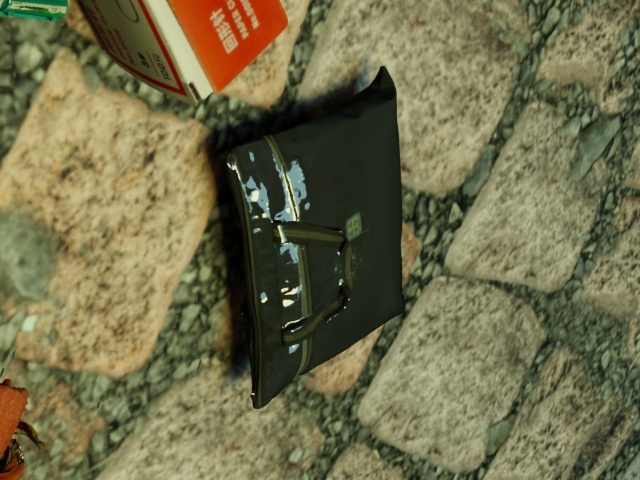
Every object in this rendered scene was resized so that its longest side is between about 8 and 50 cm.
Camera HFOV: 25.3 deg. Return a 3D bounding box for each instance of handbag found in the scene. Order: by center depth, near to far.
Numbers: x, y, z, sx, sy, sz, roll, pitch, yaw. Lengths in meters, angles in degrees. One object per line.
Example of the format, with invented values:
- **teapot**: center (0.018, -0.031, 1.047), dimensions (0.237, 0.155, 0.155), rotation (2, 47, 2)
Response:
- **handbag**: center (0.000, 0.000, 1.245), dimensions (0.211, 0.088, 0.254), rotation (-33, 130, -39)

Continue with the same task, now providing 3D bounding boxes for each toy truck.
- **toy truck**: center (-0.209, -0.173, 0.971), dimensions (0.083, 0.039, 0.044), rotation (-3, 124, -48)

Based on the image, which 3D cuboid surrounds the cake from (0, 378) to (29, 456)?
- **cake**: center (-0.325, 0.098, 0.878), dimensions (0.283, 0.177, 0.151), rotation (34, 83, -55)

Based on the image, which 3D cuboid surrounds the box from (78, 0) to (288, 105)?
- **box**: center (-0.120, -0.198, 0.979), dimensions (0.099, 0.133, 0.182), rotation (-46, 138, -20)

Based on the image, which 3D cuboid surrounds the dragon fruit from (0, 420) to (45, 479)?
- **dragon fruit**: center (-0.273, 0.203, 1.055), dimensions (0.190, 0.094, 0.094), rotation (-44, 136, -30)
